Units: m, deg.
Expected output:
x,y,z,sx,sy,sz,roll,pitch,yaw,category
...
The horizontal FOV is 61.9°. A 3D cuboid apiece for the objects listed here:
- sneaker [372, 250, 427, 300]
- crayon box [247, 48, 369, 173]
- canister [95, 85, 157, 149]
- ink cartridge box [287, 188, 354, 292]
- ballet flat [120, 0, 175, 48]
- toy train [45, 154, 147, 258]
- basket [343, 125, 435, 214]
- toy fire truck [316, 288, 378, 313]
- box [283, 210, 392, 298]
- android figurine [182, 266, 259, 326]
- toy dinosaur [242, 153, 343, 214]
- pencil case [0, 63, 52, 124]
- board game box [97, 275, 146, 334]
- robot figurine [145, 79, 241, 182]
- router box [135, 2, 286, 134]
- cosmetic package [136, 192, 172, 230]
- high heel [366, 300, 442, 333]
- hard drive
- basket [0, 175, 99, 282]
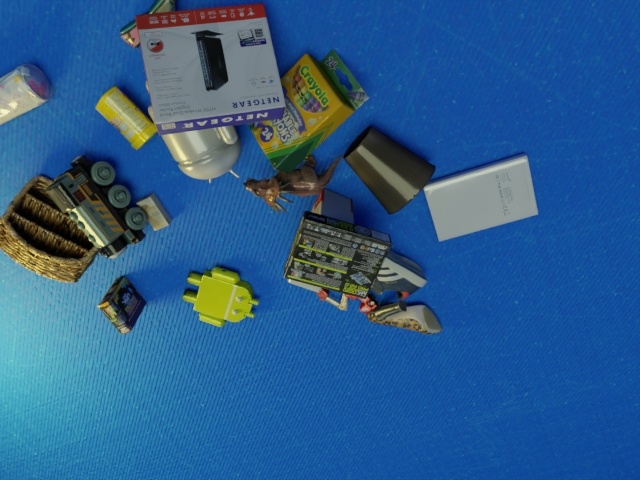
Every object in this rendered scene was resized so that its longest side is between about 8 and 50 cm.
x,y,z,sx,sy,sz,roll,pitch,yaw,category
0.189,0.091,1.785,0.350,0.131,0.148,34,114,-19,sneaker
-0.049,-0.373,1.513,0.323,0.083,0.203,-40,68,22,crayon box
-0.579,-0.366,1.599,0.170,0.073,0.126,47,149,-18,canister
0.000,0.000,1.715,0.114,0.197,0.272,22,119,-10,ink cartridge box
-0.458,-0.612,1.480,0.222,0.076,0.079,-29,132,24,ballet flat
-0.702,-0.102,1.694,0.142,0.190,0.333,-8,122,41,toy train
0.192,-0.222,1.610,0.227,0.154,0.204,38,113,-13,basket
0.094,0.203,1.898,0.192,0.047,0.135,45,108,-9,toy fire truck
0.048,0.047,1.594,0.270,0.060,0.216,15,120,-10,box
-0.359,0.207,1.941,0.273,0.056,0.248,21,119,-6,android figurine
-0.067,-0.172,1.621,0.296,0.200,0.127,-11,118,9,toy dinosaur
-0.942,-0.425,1.585,0.273,0.113,0.124,-18,139,12,pencil case
-0.705,0.229,1.908,0.048,0.170,0.141,-24,116,15,board game box
-0.361,-0.327,1.553,0.300,0.200,0.353,4,128,46,robot figurine
-0.283,-0.451,1.401,0.336,0.082,0.300,-11,82,-12,router box
-0.556,-0.096,1.788,0.060,0.041,0.115,-22,115,15,cosmetic package
0.305,0.292,1.951,0.261,0.093,0.186,30,145,-30,high heel
0.507,-0.132,1.696,0.319,0.040,0.210,-16,117,12,hard drive
-0.874,-0.030,1.748,0.299,0.213,0.223,32,117,-14,basket
